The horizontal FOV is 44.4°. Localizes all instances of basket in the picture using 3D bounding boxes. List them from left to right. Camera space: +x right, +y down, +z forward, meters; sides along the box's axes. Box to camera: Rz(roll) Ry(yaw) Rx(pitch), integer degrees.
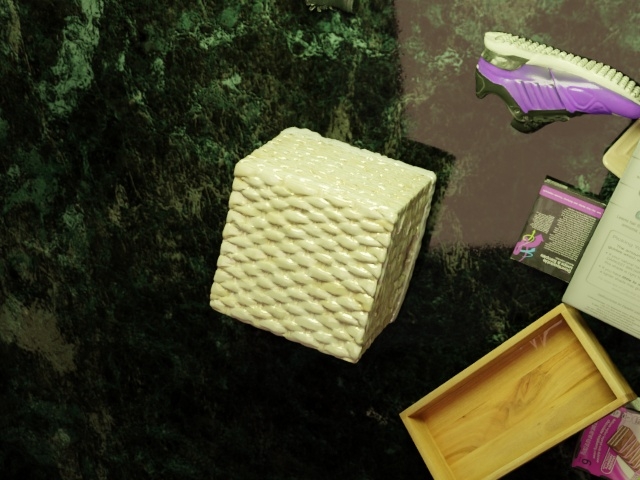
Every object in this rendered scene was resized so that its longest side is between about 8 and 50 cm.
[{"bbox_3d":[0.000,0.000,1.469,0.331,0.266,0.328,20,113,16],"label":"basket"}]

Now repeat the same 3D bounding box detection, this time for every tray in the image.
[{"bbox_3d":[0.364,0.317,1.494,0.411,0.076,0.203,-41,64,25],"label":"tray"}]

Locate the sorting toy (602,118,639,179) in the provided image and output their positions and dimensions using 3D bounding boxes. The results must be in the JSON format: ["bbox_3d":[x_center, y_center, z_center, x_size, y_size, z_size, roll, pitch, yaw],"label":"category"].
[{"bbox_3d":[0.617,-0.152,1.315,0.193,0.038,0.208,40,111,5],"label":"sorting toy"}]

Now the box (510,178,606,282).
[{"bbox_3d":[0.432,-0.017,1.428,0.116,0.029,0.162,25,112,13],"label":"box"}]

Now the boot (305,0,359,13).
[{"bbox_3d":[0.026,-0.476,1.433,0.099,0.045,0.121,17,112,19],"label":"boot"}]

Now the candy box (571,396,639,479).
[{"bbox_3d":[0.608,0.385,1.462,0.233,0.071,0.159,17,111,15],"label":"candy box"}]

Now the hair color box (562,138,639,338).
[{"bbox_3d":[0.561,-0.025,1.280,0.185,0.113,0.374,27,126,19],"label":"hair color box"}]

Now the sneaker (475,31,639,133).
[{"bbox_3d":[0.399,-0.243,1.338,0.293,0.102,0.146,25,118,17],"label":"sneaker"}]
